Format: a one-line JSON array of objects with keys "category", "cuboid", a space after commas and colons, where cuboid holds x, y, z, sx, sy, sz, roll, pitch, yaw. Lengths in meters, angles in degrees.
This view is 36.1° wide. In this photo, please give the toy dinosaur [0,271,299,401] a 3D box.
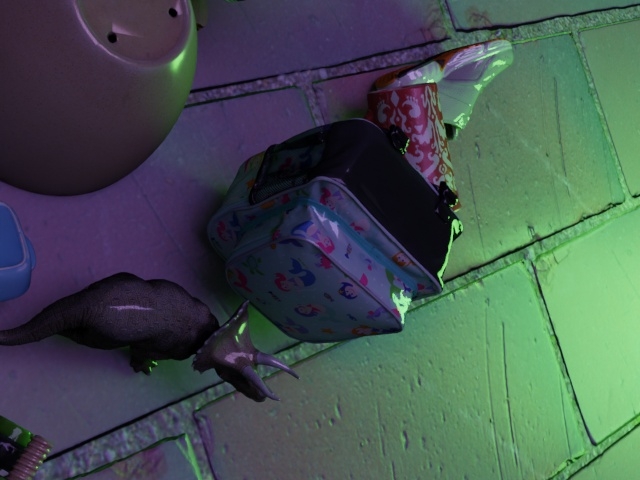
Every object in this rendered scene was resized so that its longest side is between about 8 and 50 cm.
[{"category": "toy dinosaur", "cuboid": [-0.183, 0.074, 0.974, 0.313, 0.160, 0.121, 24, 63, -35]}]

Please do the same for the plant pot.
[{"category": "plant pot", "cuboid": [-0.233, -0.203, 0.984, 0.284, 0.191, 0.284, 12, 72, -39]}]

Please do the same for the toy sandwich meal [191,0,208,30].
[{"category": "toy sandwich meal", "cuboid": [-0.169, -0.274, 1.158, 0.085, 0.029, 0.086, 24, 58, -45]}]

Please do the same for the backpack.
[{"category": "backpack", "cuboid": [0.000, 0.000, 1.092, 0.225, 0.253, 0.191, 43, 59, -28]}]

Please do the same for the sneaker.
[{"category": "sneaker", "cuboid": [0.191, -0.213, 1.427, 0.262, 0.099, 0.121, -26, 104, -34]}]

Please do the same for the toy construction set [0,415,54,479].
[{"category": "toy construction set", "cuboid": [-0.404, 0.179, 0.735, 0.309, 0.257, 0.237, 35, 71, -13]}]

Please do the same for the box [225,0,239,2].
[{"category": "box", "cuboid": [-0.144, -0.561, 0.911, 0.472, 0.297, 0.480, 19, 50, -63]}]

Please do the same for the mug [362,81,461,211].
[{"category": "mug", "cuboid": [0.105, -0.113, 1.281, 0.150, 0.113, 0.169, -16, 102, -34]}]

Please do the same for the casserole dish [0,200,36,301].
[{"category": "casserole dish", "cuboid": [-0.349, 0.004, 0.906, 0.188, 0.037, 0.114, -2, 56, -40]}]
